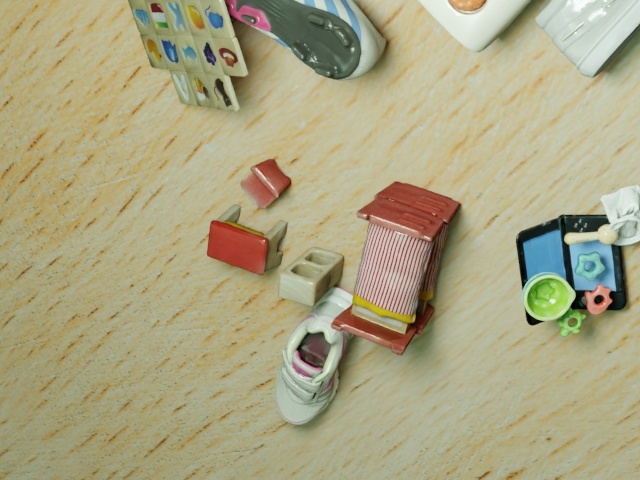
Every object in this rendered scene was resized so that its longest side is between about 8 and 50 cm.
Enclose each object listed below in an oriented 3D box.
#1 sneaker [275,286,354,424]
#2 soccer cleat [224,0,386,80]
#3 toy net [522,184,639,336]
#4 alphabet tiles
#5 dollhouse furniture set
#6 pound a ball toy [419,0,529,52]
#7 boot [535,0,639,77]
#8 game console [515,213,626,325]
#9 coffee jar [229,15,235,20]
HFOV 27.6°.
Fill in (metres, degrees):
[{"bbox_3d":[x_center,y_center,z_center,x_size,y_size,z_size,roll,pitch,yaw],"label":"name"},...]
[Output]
[{"bbox_3d":[-0.021,0.195,2.055,0.103,0.111,0.252,26,119,14],"label":"sneaker"},{"bbox_3d":[-0.049,-0.341,1.838,0.331,0.143,0.116,43,118,12],"label":"soccer cleat"},{"bbox_3d":[0.385,0.029,1.794,0.122,0.045,0.232,39,102,-13],"label":"toy net"},{"bbox_3d":[-0.213,-0.351,1.887,0.285,0.011,0.343,14,127,54],"label":"alphabet tiles"},{"bbox_3d":[0.000,0.000,1.942,0.374,0.152,0.201,19,117,18],"label":"dollhouse furniture set"},{"bbox_3d":[0.212,-0.396,1.691,0.208,0.136,0.319,46,121,2],"label":"pound a ball toy"},{"bbox_3d":[0.384,-0.337,1.658,0.123,0.095,0.258,45,117,9],"label":"boot"},{"bbox_3d":[0.353,0.043,1.829,0.124,0.085,0.144,1,111,30],"label":"game console"},{"bbox_3d":[-0.180,-0.399,1.909,0.096,0.079,0.184,-25,98,25],"label":"coffee jar"}]
